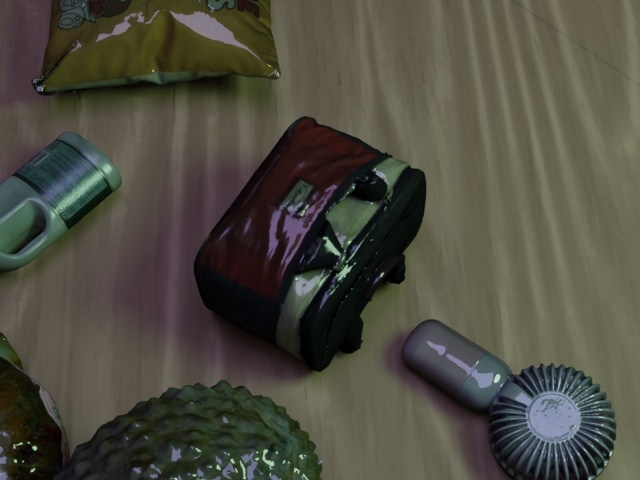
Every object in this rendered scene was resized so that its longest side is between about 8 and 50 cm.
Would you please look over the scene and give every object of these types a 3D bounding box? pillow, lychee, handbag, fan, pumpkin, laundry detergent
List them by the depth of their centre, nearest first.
[{"bbox_3d":[-0.114,0.261,0.951,0.274,0.255,0.255,-41,59,25],"label":"lychee"},{"bbox_3d":[-0.365,0.225,1.002,0.260,0.189,0.260,0,59,0],"label":"pumpkin"},{"bbox_3d":[0.195,0.164,1.129,0.244,0.074,0.130,33,74,23],"label":"fan"},{"bbox_3d":[0.000,0.000,1.158,0.181,0.181,0.254,27,64,17],"label":"handbag"},{"bbox_3d":[-0.340,-0.028,1.226,0.099,0.070,0.226,39,64,13],"label":"laundry detergent"},{"bbox_3d":[-0.206,-0.318,1.378,0.313,0.119,0.310,-3,55,-2],"label":"pillow"}]

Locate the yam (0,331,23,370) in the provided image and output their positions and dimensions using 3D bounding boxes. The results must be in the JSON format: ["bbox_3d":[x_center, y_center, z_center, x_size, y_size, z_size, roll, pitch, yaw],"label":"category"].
[{"bbox_3d":[-0.393,0.121,1.134,0.147,0.069,0.069,0,59,0],"label":"yam"}]
